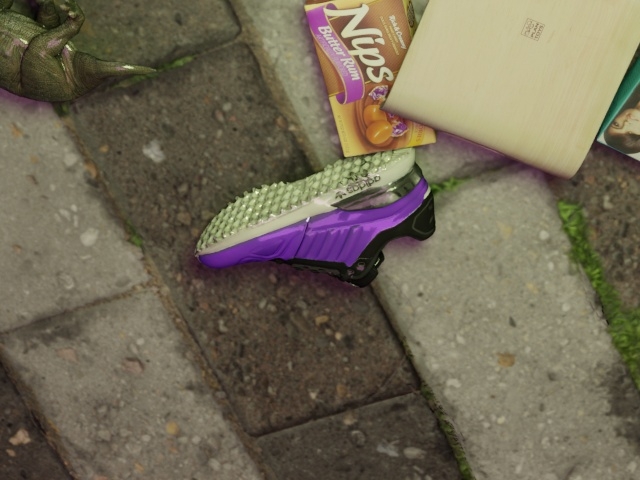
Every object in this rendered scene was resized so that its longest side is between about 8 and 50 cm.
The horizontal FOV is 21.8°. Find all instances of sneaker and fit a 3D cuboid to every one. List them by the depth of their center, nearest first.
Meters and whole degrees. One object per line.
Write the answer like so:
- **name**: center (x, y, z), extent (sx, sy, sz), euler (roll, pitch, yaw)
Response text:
- **sneaker**: center (0.000, 0.000, 1.916), extent (0.293, 0.102, 0.146), euler (-20, 114, 20)

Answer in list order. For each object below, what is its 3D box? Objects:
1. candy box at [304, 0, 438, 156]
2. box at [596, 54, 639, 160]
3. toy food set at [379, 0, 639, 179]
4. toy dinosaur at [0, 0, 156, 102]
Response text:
- **candy box**: center (0.059, -0.191, 1.827), extent (0.109, 0.053, 0.186), euler (-8, 118, 14)
- **box**: center (0.389, -0.179, 1.730), extent (0.100, 0.060, 0.244), euler (25, 136, -4)
- **toy food set**: center (0.219, -0.233, 1.751), extent (0.220, 0.092, 0.306), euler (21, 109, -5)
- **toy dinosaur**: center (-0.332, -0.216, 1.869), extent (0.313, 0.121, 0.160), euler (8, 132, 1)
